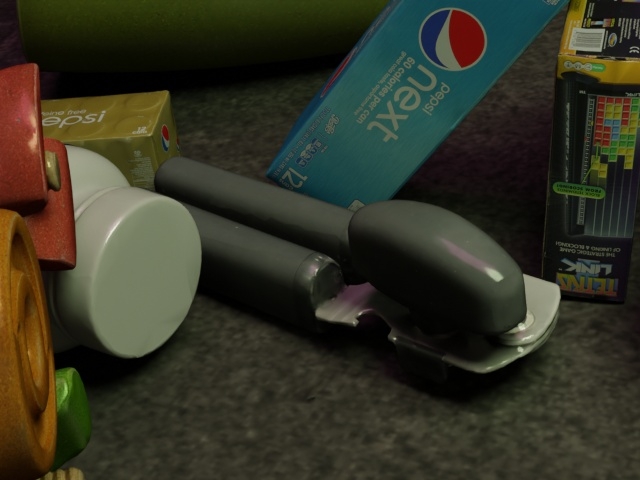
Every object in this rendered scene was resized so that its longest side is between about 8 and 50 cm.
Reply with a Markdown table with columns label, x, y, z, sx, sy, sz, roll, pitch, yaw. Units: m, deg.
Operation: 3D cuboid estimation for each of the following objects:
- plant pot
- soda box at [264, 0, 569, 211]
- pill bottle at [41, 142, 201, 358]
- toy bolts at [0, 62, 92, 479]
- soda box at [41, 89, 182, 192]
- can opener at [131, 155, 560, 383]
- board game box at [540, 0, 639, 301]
| label | x | y | z | sx | sy | sz | roll | pitch | yaw |
| --- | --- | --- | --- | --- | --- | --- | --- | --- | --- |
| plant pot | -0.042 | -0.236 | 0.887 | 0.293 | 0.275 | 0.275 | 9 | 34 | -4 |
| soda box | 0.057 | -0.099 | 0.676 | 0.067 | 0.210 | 0.071 | 36 | 37 | -8 |
| pill bottle | -0.162 | -0.001 | 0.658 | 0.187 | 0.112 | 0.112 | 15 | 40 | 31 |
| toy bolts | -0.181 | 0.030 | 0.476 | 0.158 | 0.218 | 0.228 | -7 | 62 | -5 |
| soda box | -0.182 | -0.051 | 0.785 | 0.181 | 0.058 | 0.061 | -3 | 34 | 8 |
| can opener | 0.000 | 0.000 | 0.649 | 0.280 | 0.093 | 0.074 | 16 | 41 | 39 |
| board game box | 0.155 | -0.073 | 0.668 | 0.048 | 0.141 | 0.170 | 5 | 36 | 14 |
